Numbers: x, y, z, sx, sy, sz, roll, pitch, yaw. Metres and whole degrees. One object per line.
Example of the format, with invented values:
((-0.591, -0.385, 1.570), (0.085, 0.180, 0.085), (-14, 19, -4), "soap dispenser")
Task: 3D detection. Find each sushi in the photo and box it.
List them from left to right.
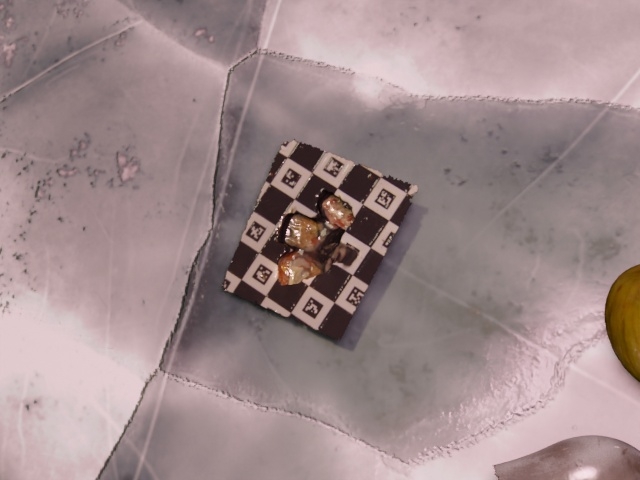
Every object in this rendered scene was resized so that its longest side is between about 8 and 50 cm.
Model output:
((0.000, 0.000, 1.754), (0.193, 0.040, 0.210), (23, 84, 23), "sushi")

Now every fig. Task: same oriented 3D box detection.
((0.394, 0.112, 1.617), (0.148, 0.186, 0.142), (-6, 30, -10), "fig")

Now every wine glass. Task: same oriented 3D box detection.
((0.310, 0.267, 1.597), (0.222, 0.103, 0.103), (-15, 74, 7), "wine glass")
